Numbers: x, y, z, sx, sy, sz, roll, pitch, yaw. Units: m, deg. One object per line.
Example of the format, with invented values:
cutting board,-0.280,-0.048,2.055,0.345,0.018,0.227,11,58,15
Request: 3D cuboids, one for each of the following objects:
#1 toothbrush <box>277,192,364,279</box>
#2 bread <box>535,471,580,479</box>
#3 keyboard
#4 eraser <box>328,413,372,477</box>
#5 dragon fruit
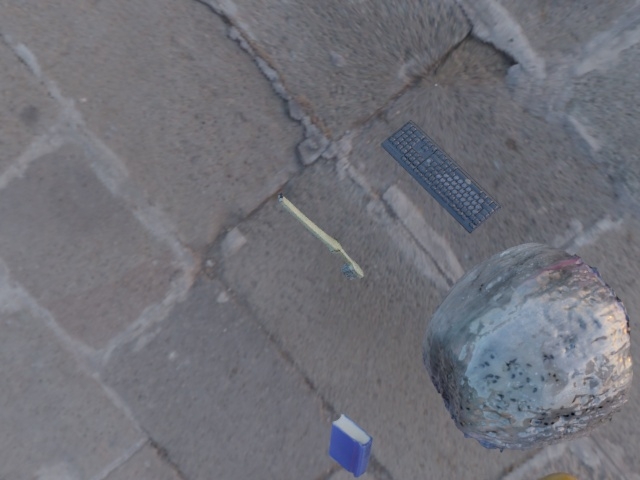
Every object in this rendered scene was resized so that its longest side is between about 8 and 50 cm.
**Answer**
toothbrush,0.005,-0.003,1.526,0.028,0.294,0.026,-24,55,13
bread,0.358,0.415,1.282,0.098,0.147,0.217,-26,75,-12
keyboard,0.173,-0.095,1.388,0.063,0.010,0.198,-40,66,-6
eraser,0.045,0.307,1.421,0.063,0.027,0.085,34,141,27
dragon fruit,0.273,0.139,1.323,0.221,0.204,0.283,-18,53,-19
